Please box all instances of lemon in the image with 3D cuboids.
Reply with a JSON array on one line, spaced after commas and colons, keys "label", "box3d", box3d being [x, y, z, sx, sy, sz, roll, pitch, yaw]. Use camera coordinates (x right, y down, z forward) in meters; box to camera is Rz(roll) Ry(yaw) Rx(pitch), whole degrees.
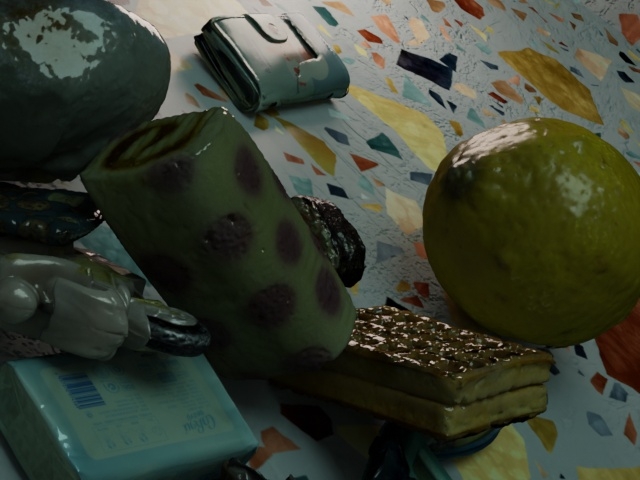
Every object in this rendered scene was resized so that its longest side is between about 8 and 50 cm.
[{"label": "lemon", "box3d": [0.320, -0.019, 2.128, 0.387, 0.350, 0.350, 28, 32, -31]}]

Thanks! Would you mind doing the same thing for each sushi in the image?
[{"label": "sushi", "box3d": [0.000, 0.000, 2.030, 0.078, 0.090, 0.150, -4, 53, -42]}]

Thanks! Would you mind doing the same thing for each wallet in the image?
[{"label": "wallet", "box3d": [-0.078, -0.293, 2.342, 0.250, 0.075, 0.176, -16, 66, -52]}]

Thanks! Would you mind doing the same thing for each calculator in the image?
[{"label": "calculator", "box3d": [0.127, 0.360, 1.647, 0.248, 0.058, 0.274, 54, 25, -10]}]

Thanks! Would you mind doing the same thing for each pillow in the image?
[{"label": "pillow", "box3d": [-0.371, -0.040, 1.620, 0.255, 0.034, 0.189, 9, 11, 8]}]

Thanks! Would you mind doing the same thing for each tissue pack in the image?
[{"label": "tissue pack", "box3d": [-0.215, 0.200, 1.568, 0.263, 0.089, 0.177, -4, 52, -50]}]

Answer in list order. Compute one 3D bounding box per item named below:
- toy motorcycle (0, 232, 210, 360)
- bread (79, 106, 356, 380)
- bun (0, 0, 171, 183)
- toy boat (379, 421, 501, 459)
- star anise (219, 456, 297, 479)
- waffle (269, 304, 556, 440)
[{"label": "toy motorcycle", "box3d": [-0.296, 0.055, 1.574, 0.340, 0.108, 0.223, 25, 13, 33]}, {"label": "bread", "box3d": [-0.115, 0.011, 1.659, 0.338, 0.187, 0.155, 59, 39, -33]}, {"label": "bun", "box3d": [-0.357, -0.178, 1.709, 0.361, 0.362, 0.211, 8, 77, -39]}, {"label": "toy boat", "box3d": [0.185, 0.230, 1.913, 0.238, 0.098, 0.109, -9, 58, -50]}, {"label": "star anise", "box3d": [-0.039, 0.336, 1.557, 0.236, 0.093, 0.229, 31, 30, -22]}, {"label": "waffle", "box3d": [0.113, 0.158, 1.779, 0.212, 0.091, 0.308, -7, 16, -44]}]
